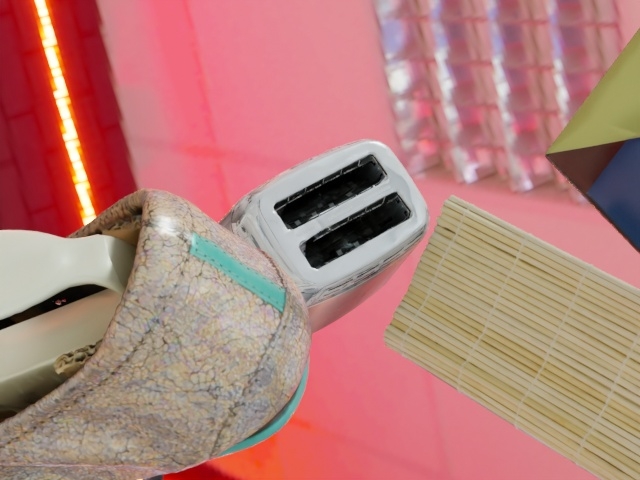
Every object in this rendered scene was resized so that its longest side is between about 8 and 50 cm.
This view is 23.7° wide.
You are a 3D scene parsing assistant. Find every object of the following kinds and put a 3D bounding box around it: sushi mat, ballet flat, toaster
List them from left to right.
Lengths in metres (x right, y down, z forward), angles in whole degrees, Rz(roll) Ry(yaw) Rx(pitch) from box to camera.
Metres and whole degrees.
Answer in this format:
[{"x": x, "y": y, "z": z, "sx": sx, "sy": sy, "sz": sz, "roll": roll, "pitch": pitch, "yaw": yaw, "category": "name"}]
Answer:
[{"x": -0.157, "y": 0.057, "z": 0.545, "sx": 0.106, "sy": 0.316, "sz": 0.108, "roll": 48, "pitch": 25, "yaw": -44, "category": "ballet flat"}, {"x": 0.000, "y": 0.000, "z": 1.352, "sx": 0.129, "sy": 0.227, "sz": 0.146, "roll": 59, "pitch": -26, "yaw": 8, "category": "toaster"}, {"x": 0.191, "y": 0.088, "z": 1.240, "sx": 0.316, "sy": 0.019, "sz": 0.151, "roll": 30, "pitch": -78, "yaw": 39, "category": "sushi mat"}]

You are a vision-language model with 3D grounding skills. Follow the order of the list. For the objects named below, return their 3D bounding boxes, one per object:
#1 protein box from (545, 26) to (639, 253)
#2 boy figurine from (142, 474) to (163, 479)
[{"x": 0.297, "y": -0.072, "z": 0.974, "sx": 0.200, "sy": 0.201, "sz": 0.136, "roll": -55, "pitch": -131, "yaw": 21, "category": "protein box"}, {"x": -0.265, "y": 0.143, "z": 1.240, "sx": 0.177, "sy": 0.285, "sz": 0.092, "roll": 119, "pitch": -28, "yaw": -62, "category": "boy figurine"}]
